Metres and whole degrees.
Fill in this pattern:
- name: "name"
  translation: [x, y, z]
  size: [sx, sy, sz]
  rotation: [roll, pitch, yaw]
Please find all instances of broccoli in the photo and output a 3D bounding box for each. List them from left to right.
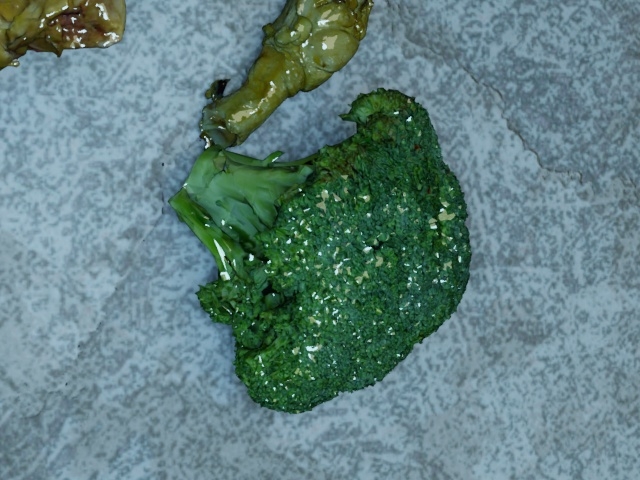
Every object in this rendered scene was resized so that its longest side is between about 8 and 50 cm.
- name: "broccoli"
  translation: [0.000, 0.000, 1.331]
  size: [0.275, 0.308, 0.308]
  rotation: [31, 76, 6]

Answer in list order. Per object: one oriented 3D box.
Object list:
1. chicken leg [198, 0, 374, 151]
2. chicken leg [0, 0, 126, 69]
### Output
- name: "chicken leg"
  translation: [-0.030, -0.172, 1.390]
  size: [0.228, 0.103, 0.088]
  rotation: [-48, 121, -13]
- name: "chicken leg"
  translation: [-0.326, -0.126, 1.182]
  size: [0.182, 0.409, 0.295]
  rotation: [-84, 155, -44]
